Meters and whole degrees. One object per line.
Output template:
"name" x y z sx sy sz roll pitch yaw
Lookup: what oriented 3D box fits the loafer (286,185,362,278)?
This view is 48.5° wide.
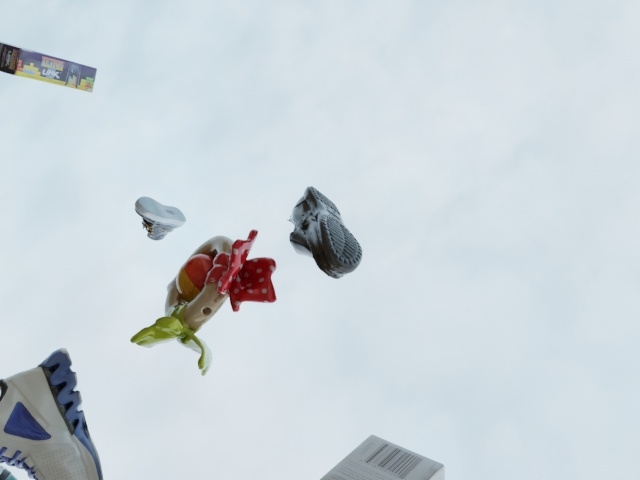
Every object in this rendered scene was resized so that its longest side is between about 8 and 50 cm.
"loafer" 0.000 0.000 1.039 0.078 0.080 0.220 -48 -156 14

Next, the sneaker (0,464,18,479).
"sneaker" -0.407 0.297 0.639 0.302 0.108 0.121 -32 -83 -8

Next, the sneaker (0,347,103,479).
"sneaker" -0.475 0.354 1.187 0.182 0.127 0.316 -15 -109 -23

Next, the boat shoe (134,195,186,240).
"boat shoe" -0.385 -0.043 1.633 0.083 0.183 0.065 -40 -109 10

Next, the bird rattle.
"bird rattle" -0.179 0.067 1.079 0.253 0.143 0.207 -55 -151 17

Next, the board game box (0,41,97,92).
"board game box" -0.495 -0.302 1.212 0.141 0.170 0.048 18 -81 24

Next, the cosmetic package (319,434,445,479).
"cosmetic package" 0.105 0.452 1.162 0.151 0.151 0.184 11 -64 40
